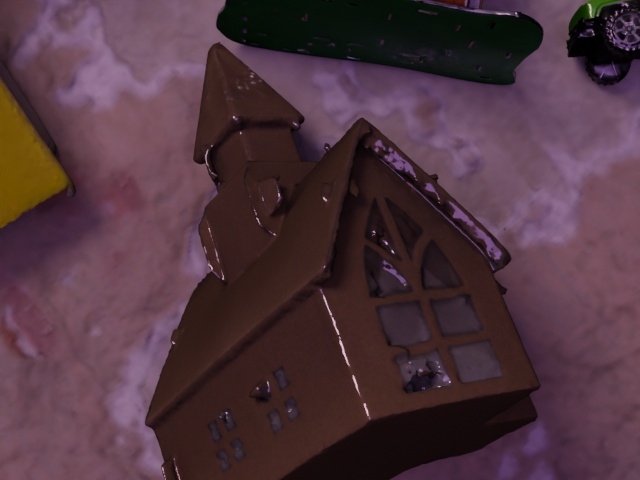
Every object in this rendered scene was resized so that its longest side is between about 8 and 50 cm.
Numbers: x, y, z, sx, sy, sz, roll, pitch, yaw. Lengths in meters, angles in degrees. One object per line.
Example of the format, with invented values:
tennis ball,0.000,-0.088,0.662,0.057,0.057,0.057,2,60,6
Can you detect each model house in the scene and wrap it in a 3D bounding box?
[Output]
model house,0.033,-0.148,0.710,0.167,0.117,0.088,8,80,0
model house,0.000,0.000,0.714,0.176,0.181,0.248,-4,65,-38

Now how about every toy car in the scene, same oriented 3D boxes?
toy car,0.212,-0.129,0.725,0.165,0.071,0.063,-9,81,1

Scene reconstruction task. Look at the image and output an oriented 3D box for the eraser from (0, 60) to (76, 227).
eraser,-0.246,-0.078,0.673,0.158,0.069,0.226,-29,129,-1
